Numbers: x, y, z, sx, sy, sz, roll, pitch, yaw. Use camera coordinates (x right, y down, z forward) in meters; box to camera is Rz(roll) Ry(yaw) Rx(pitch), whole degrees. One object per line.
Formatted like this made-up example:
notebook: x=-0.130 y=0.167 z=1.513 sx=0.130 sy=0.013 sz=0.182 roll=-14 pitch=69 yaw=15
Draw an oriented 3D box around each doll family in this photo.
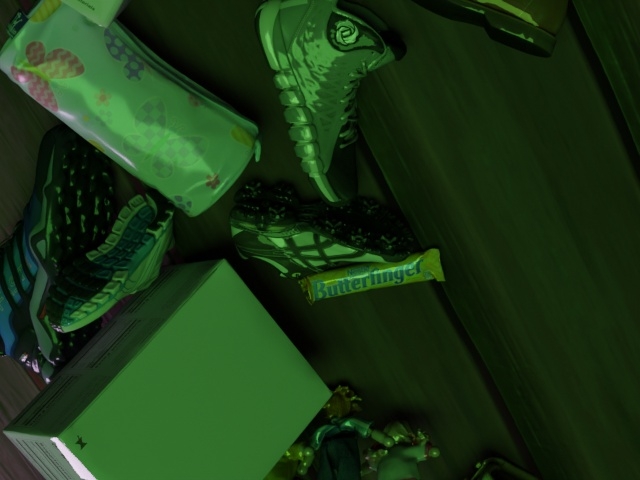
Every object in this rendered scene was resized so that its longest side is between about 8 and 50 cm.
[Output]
doll family: x=-0.003 y=0.252 z=1.514 sx=0.263 sy=0.163 sz=0.118 roll=-20 pitch=135 yaw=24

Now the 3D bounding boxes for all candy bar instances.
candy bar: x=0.056 y=0.040 z=1.462 sx=0.161 sy=0.018 sz=0.040 roll=-11 pitch=116 yaw=14

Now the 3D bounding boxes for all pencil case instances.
pencil case: x=-0.189 y=-0.145 z=1.347 sx=0.273 sy=0.113 sz=0.124 roll=40 pitch=98 yaw=-12

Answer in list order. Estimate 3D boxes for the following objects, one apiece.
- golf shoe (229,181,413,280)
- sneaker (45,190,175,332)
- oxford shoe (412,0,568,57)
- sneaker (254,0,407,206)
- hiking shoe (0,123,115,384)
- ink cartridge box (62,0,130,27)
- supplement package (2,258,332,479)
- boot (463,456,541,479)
golf shoe: x=0.000 y=0.000 z=1.425 sx=0.198 sy=0.077 sz=0.094 roll=14 pitch=131 yaw=9
sneaker: x=-0.211 y=0.039 z=1.420 sx=0.071 sy=0.191 sz=0.083 roll=24 pitch=145 yaw=28
oxford shoe: x=0.134 y=-0.249 z=1.271 sx=0.212 sy=0.076 sz=0.076 roll=24 pitch=90 yaw=-1
sneaker: x=0.030 y=-0.145 z=1.326 sx=0.132 sy=0.086 sz=0.229 roll=-15 pitch=114 yaw=14
hiking shoe: x=-0.309 y=0.013 z=1.457 sx=0.132 sy=0.113 sz=0.304 roll=18 pitch=112 yaw=23
ink cartridge box: x=-0.157 y=-0.334 z=1.200 sx=0.100 sy=0.172 sz=0.237 roll=32 pitch=119 yaw=-9
supplement package: x=-0.157 y=0.182 z=1.419 sx=0.204 sy=0.262 sz=0.145 roll=53 pitch=151 yaw=-19
boot: x=0.134 y=0.332 z=1.549 sx=0.262 sy=0.095 sz=0.203 roll=19 pitch=121 yaw=-19
